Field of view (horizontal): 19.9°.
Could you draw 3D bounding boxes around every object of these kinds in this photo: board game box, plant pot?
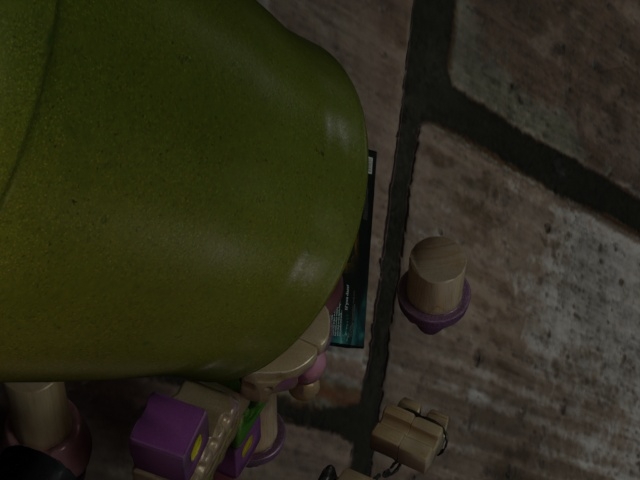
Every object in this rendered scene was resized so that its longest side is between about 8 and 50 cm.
[{"bbox_3d":[0.000,0.000,1.647,0.126,0.026,0.186,13,79,-51],"label":"board game box"},{"bbox_3d":[-0.171,-0.061,1.099,0.353,0.366,0.366,20,73,-39],"label":"plant pot"}]

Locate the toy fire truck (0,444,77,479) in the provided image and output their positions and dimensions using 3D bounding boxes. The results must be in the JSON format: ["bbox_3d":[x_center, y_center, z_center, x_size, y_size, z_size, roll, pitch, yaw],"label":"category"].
[{"bbox_3d":[-0.241,0.253,1.190,0.158,0.217,0.246,-63,149,-33],"label":"toy fire truck"}]

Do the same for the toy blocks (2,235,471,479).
[{"bbox_3d":[-0.046,0.128,1.369,0.288,0.309,0.260,-59,164,-32],"label":"toy blocks"}]
